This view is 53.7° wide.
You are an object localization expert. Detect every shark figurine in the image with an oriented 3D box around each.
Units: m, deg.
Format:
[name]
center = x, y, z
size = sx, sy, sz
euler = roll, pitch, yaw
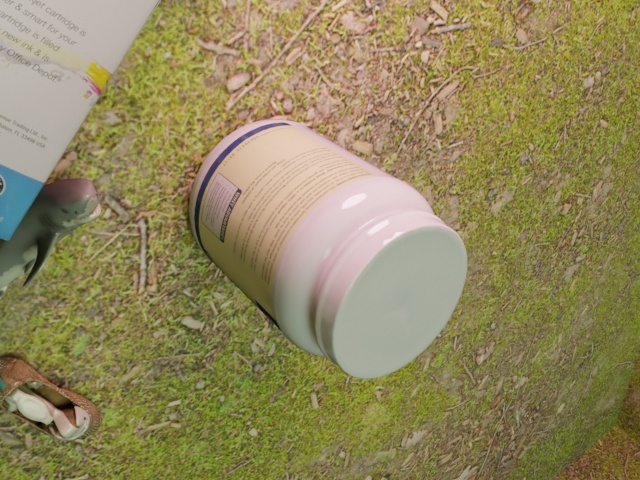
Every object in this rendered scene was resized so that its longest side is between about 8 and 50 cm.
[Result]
[shark figurine]
center = -0.352, -0.006, 0.697
size = 0.278, 0.166, 0.116
euler = -40, 112, 11

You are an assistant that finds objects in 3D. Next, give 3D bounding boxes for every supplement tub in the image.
[supplement tub]
center = 0.000, 0.000, 0.809
size = 0.235, 0.324, 0.236
euler = -21, 128, -29

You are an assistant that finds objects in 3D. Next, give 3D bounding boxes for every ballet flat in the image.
[ballet flat]
center = -0.360, 0.229, 0.837
size = 0.073, 0.067, 0.206
euler = -45, 136, -8

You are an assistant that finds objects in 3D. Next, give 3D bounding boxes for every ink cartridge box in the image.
[ink cartridge box]
center = -0.302, -0.184, 0.526
size = 0.198, 0.197, 0.270
euler = 31, 95, -46
